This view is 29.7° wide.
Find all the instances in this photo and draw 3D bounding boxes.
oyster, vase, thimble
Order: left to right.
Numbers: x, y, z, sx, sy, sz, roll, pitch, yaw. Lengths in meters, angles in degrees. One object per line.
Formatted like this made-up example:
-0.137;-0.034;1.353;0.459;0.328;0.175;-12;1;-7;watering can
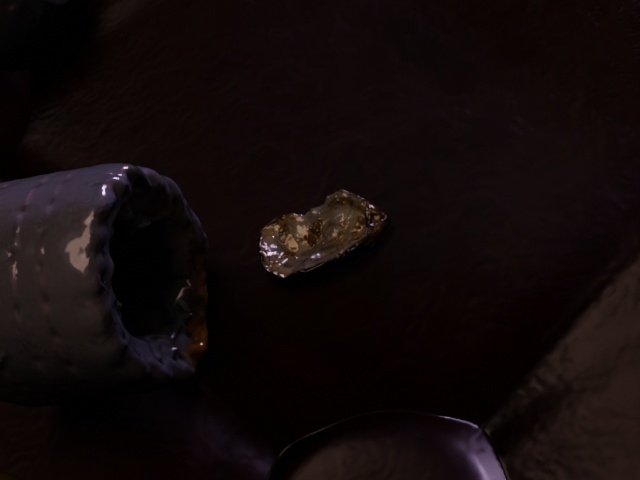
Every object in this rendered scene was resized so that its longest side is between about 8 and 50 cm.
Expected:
-0.276;-0.168;0.920;0.182;0.120;0.120;-26;49;29;vase
-0.139;0.027;0.687;0.117;0.151;0.127;-7;67;19;thimble
0.003;-0.002;0.730;0.083;0.019;0.054;-19;50;13;oyster

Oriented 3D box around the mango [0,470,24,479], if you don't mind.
-0.176;0.185;0.636;0.111;0.089;0.163;-22;43;10;mango
